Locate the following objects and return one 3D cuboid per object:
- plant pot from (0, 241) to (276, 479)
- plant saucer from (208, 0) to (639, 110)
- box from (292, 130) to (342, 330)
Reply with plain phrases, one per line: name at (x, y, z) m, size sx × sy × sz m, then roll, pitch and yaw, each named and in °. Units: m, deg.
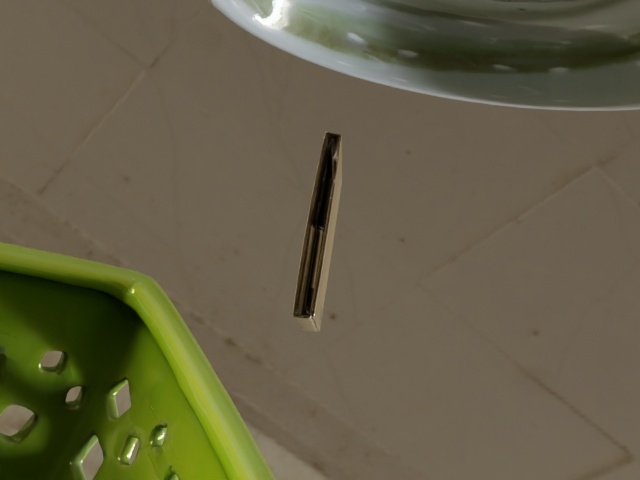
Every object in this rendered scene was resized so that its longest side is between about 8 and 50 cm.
plant pot at (-0.173, 0.135, 0.440) m, size 0.228 × 0.227 × 0.207 m, roll 12°, pitch -69°, yaw -33°
plant saucer at (0.115, -0.190, 0.703) m, size 0.400 × 0.101 × 0.400 m, roll 11°, pitch -6°, yaw 1°
box at (0.000, 0.000, 0.965) m, size 0.021 × 0.164 × 0.201 m, roll 8°, pitch -8°, yaw 3°
